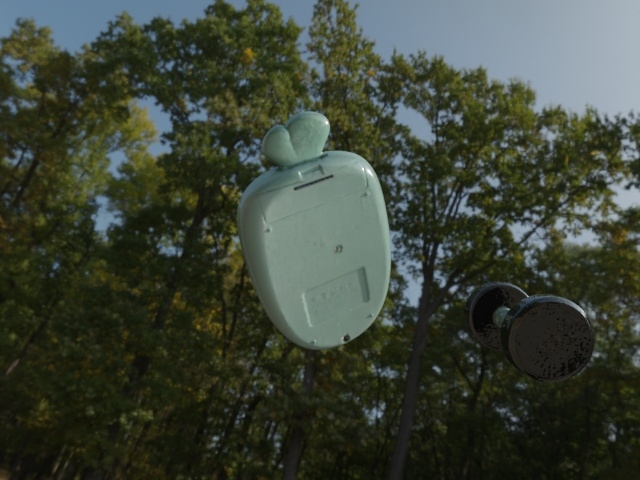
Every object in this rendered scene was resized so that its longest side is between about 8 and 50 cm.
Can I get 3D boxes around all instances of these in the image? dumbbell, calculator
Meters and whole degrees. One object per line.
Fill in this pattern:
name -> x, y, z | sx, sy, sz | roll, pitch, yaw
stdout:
dumbbell -> 0.261, 0.111, 0.649 | 0.100, 0.100, 0.191 | 18, 1, 1
calculator -> 0.000, 0.000, 0.586 | 0.042, 0.184, 0.295 | 34, -38, 60
